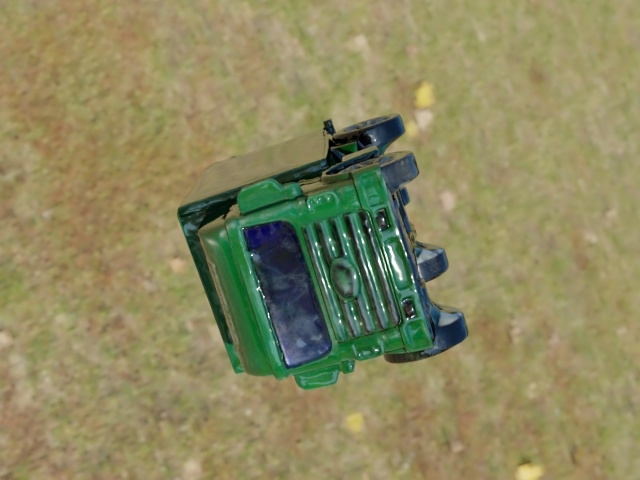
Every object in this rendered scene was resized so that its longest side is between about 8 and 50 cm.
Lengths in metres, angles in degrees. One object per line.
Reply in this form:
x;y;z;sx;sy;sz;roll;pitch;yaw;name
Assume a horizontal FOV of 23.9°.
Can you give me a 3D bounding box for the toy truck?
0.000;0.000;0.497;0.147;0.079;0.065;-96;167;-80;toy truck
